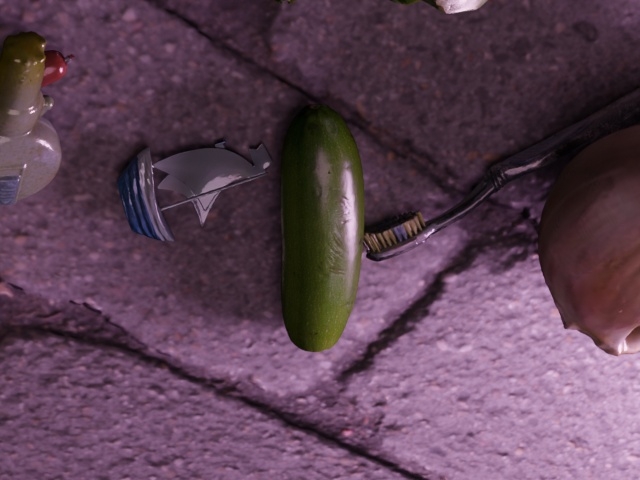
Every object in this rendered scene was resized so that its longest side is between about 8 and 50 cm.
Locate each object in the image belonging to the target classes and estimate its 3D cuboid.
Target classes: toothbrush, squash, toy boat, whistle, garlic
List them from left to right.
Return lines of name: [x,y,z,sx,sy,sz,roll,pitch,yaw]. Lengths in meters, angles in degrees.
whistle: [-0.263,-0.096,1.149,0.104,0.057,0.198,-6,150,-27]
toy boat: [-0.125,-0.057,1.267,0.149,0.034,0.105,-32,130,10]
squash: [0.001,0.001,1.317,0.082,0.082,0.292,-7,127,-11]
toothbrush: [0.224,-0.086,1.346,0.413,0.035,0.042,-28,126,6]
garlic: [0.372,-0.014,1.277,0.340,0.246,0.231,-3,172,39]

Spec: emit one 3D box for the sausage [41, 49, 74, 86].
sausage: [-0.317,-0.119,1.169,0.223,0.029,0.029,-22,129,1]

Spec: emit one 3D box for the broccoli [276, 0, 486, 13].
broccoli: [0.053,-0.283,1.004,0.254,0.269,0.269,-30,128,-1]
